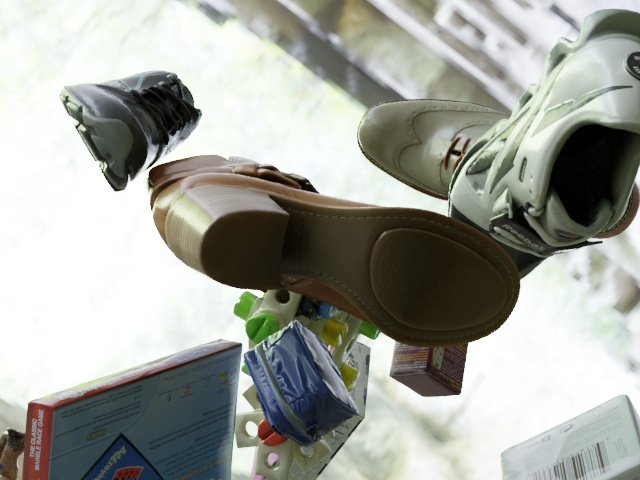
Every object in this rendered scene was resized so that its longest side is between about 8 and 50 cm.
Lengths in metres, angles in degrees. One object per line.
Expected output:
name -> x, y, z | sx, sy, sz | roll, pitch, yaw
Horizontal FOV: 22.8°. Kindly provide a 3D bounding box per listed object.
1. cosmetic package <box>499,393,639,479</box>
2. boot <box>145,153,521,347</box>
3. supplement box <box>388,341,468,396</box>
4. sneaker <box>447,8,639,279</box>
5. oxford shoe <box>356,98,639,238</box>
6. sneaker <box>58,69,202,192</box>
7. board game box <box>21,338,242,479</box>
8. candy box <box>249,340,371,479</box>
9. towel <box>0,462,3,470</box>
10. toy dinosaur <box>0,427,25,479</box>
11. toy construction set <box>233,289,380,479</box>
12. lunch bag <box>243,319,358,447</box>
cosmetic package -> 0.289, 0.286, 1.587 | 0.183, 0.151, 0.151 | 59, -167, -16
boot -> 0.000, 0.000, 1.277 | 0.284, 0.109, 0.220 | 5, -167, -19
supplement box -> 0.097, 0.088, 1.375 | 0.043, 0.083, 0.055 | -8, 149, 38
sneaker -> 0.198, -0.041, 1.400 | 0.123, 0.330, 0.146 | 14, -132, -10
oxford shoe -> 0.191, -0.098, 1.820 | 0.348, 0.123, 0.130 | 15, 180, 21
sneaker -> -0.164, -0.113, 1.395 | 0.101, 0.106, 0.267 | 62, 177, -11
board game box -> -0.145, 0.171, 1.262 | 0.027, 0.145, 0.281 | 9, -170, 25
candy box -> -0.017, 0.263, 2.277 | 0.071, 0.233, 0.159 | 27, -148, -13
towel -> -0.395, 0.099, 0.952 | 0.336, 0.243, 0.040 | 46, -172, -13
toy dinosaur -> -0.346, 0.248, 1.405 | 0.127, 0.200, 0.296 | 22, 166, -6
toy construction set -> -0.027, 0.119, 1.670 | 0.151, 0.215, 0.327 | 25, -167, 2
lunch bag -> -0.019, 0.125, 1.318 | 0.067, 0.065, 0.098 | 42, -163, -51
